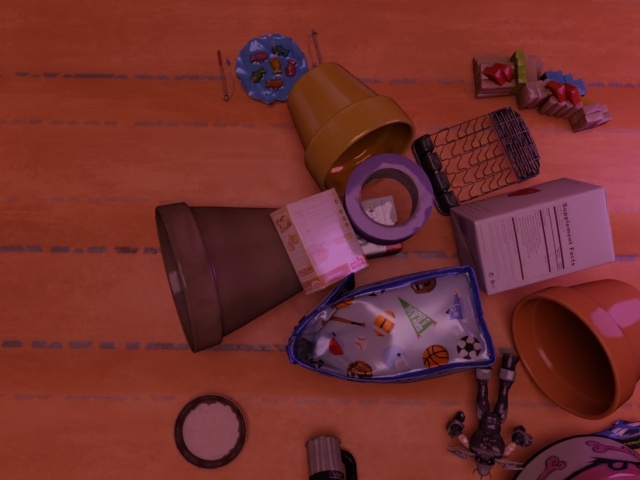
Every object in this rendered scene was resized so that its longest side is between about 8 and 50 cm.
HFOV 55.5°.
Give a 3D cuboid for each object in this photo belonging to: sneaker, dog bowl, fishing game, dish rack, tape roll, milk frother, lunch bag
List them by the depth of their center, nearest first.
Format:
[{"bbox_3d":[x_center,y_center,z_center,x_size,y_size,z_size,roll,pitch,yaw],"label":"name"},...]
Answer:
[{"bbox_3d":[0.595,0.634,1.285,0.408,0.150,0.407,0,90,-10],"label":"dog bowl"},{"bbox_3d":[0.124,0.190,1.289,0.386,0.328,0.238,-13,78,0],"label":"lunch bag"},{"bbox_3d":[0.145,-0.087,1.321,0.189,0.080,0.188,0,82,-2],"label":"tape roll"},{"bbox_3d":[0.001,0.534,1.366,0.143,0.129,0.134,-29,44,24],"label":"milk frother"},{"bbox_3d":[0.686,0.449,1.400,0.144,0.059,0.053,-10,116,11],"label":"sneaker"},{"bbox_3d":[0.382,-0.199,1.471,0.272,0.074,0.208,-21,85,-5],"label":"dish rack"},{"bbox_3d":[-0.122,-0.431,1.513,0.264,0.041,0.189,-9,80,-1],"label":"fishing game"}]

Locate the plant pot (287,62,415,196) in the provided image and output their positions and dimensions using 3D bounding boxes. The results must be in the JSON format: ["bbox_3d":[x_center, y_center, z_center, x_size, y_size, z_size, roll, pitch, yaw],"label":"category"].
[{"bbox_3d":[0.049,-0.269,1.401,0.254,0.254,0.239,-32,70,-4],"label":"plant pot"}]

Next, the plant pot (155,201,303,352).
[{"bbox_3d":[-0.186,0.053,1.338,0.280,0.323,0.323,-14,83,-18],"label":"plant pot"}]

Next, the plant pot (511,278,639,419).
[{"bbox_3d":[0.595,0.213,1.330,0.204,0.291,0.290,-22,83,-21],"label":"plant pot"}]

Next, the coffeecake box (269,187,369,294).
[{"bbox_3d":[0.000,0.000,1.277,0.142,0.068,0.185,-23,88,-41],"label":"coffeecake box"}]

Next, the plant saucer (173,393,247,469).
[{"bbox_3d":[-0.253,0.439,1.406,0.169,0.029,0.168,0,84,-1],"label":"plant saucer"}]

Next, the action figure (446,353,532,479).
[{"bbox_3d":[0.386,0.396,1.372,0.185,0.099,0.285,10,78,9],"label":"action figure"}]

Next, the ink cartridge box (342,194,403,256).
[{"bbox_3d":[0.087,-0.019,1.416,0.176,0.127,0.128,-11,83,-1],"label":"ink cartridge box"}]

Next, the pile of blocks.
[{"bbox_3d":[0.547,-0.381,1.472,0.362,0.112,0.148,20,83,2],"label":"pile of blocks"}]

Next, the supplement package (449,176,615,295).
[{"bbox_3d":[0.470,-0.016,1.371,0.293,0.177,0.175,-15,104,-3],"label":"supplement package"}]
